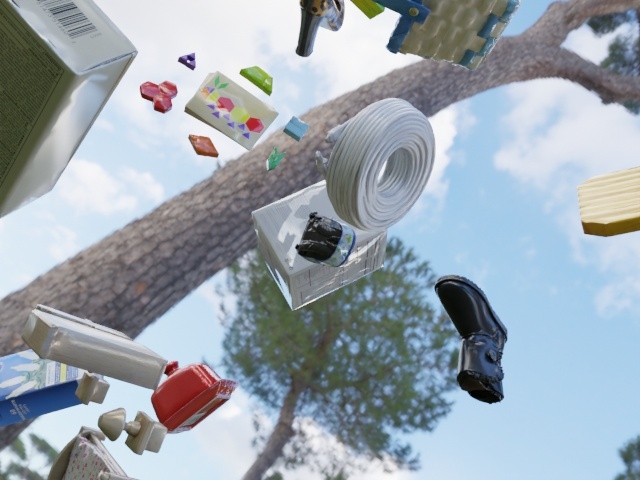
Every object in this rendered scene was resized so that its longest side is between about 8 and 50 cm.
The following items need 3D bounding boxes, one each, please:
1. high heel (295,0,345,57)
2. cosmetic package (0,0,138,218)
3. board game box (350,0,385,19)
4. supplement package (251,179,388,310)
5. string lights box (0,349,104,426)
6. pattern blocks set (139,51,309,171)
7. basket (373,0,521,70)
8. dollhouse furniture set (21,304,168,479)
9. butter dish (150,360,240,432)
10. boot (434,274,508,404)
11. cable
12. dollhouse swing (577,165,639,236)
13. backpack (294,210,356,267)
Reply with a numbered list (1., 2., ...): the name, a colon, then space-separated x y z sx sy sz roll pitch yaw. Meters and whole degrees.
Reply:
1. high heel: 0.016 -0.541 1.679 0.093 0.261 0.186 21 -39 3
2. cosmetic package: -0.380 -0.183 0.984 0.160 0.113 0.309 49 -49 -1
3. board game box: 0.062 -0.537 1.533 0.181 0.092 0.043 35 -34 -31
4. supplement package: 0.000 0.000 1.882 0.199 0.263 0.198 59 -14 26
5. string lights box: -0.589 0.294 1.601 0.133 0.260 0.076 -112 -171 -51
6. pattern blocks set: -0.197 -0.284 1.679 0.325 0.285 0.026 41 -34 3
7. basket: 0.144 -0.388 1.122 0.289 0.254 0.201 30 -44 -4
8. dollhouse furniture set: -0.375 0.291 1.056 0.174 0.355 0.303 26 -7 -31
9. butter dish: -0.249 0.274 1.419 0.118 0.160 0.160 51 -2 14
10. boot: 0.331 0.218 1.694 0.094 0.207 0.246 -26 -62 33
11. cable: 0.119 -0.142 1.458 0.089 0.257 0.257 30 -28 35
12. dollhouse swing: 0.622 -0.188 1.353 0.305 0.347 0.315 3 -68 16
13. backpack: 0.021 0.005 1.619 0.084 0.105 0.114 28 -7 -40
